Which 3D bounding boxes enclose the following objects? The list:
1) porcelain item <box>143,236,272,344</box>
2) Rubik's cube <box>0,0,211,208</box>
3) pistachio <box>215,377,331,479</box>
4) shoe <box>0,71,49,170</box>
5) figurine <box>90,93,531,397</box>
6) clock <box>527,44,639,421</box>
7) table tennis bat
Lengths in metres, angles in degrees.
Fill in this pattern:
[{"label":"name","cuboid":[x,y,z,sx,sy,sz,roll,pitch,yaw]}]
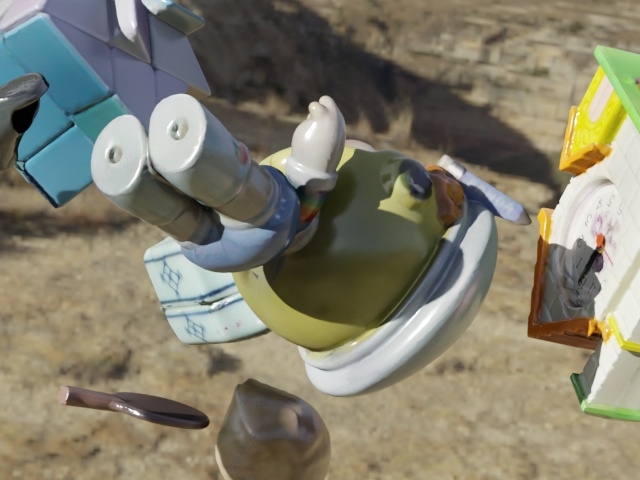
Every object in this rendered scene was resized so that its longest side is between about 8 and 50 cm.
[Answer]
[{"label":"porcelain item","cuboid":[-0.062,0.020,1.653,0.286,0.157,0.281,-27,7,-25]},{"label":"Rubik's cube","cuboid":[-0.389,-0.272,1.928,0.358,0.387,0.368,-20,32,29]},{"label":"pistachio","cuboid":[-0.051,0.233,1.451,0.126,0.152,0.223,-22,-22,0]},{"label":"shoe","cuboid":[-0.435,-0.135,1.682,0.241,0.093,0.108,-23,19,24]},{"label":"figurine","cuboid":[-0.027,0.010,0.996,0.382,0.205,0.224,14,-32,-42]},{"label":"clock","cuboid":[0.263,0.001,1.116,0.106,0.255,0.220,12,34,-16]},{"label":"table tennis bat","cuboid":[-0.184,0.129,1.369,0.170,0.119,0.107,14,2,-32]}]
